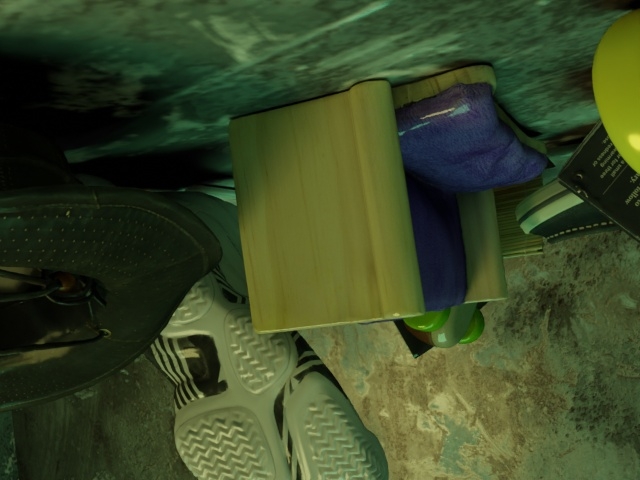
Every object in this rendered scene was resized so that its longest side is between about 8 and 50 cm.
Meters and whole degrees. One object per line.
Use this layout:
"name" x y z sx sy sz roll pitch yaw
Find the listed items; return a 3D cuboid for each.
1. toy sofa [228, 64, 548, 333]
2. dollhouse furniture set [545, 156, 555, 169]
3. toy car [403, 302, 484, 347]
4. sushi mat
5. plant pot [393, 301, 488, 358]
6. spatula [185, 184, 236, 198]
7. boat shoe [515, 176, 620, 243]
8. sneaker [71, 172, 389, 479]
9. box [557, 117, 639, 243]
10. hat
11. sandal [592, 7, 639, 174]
"toy sofa" 0.089 -0.015 0.630 0.177 0.150 0.362 -9 174 21
"dollhouse furniture set" 0.202 -0.050 0.871 0.091 0.081 0.114 -5 175 -35
"toy car" 0.096 0.036 0.917 0.188 0.148 0.155 15 174 31
"sushi mat" 0.156 -0.013 1.074 0.317 0.019 0.151 -10 -143 26
"plant pot" 0.175 0.040 1.208 0.167 0.187 0.188 -27 -167 11
"spatula" -0.023 -0.054 0.824 0.168 0.019 0.242 -9 176 28
"boat shoe" 0.401 -0.044 0.701 0.187 0.155 0.500 -21 -175 -43
"sneaker" -0.069 0.075 0.664 0.137 0.366 0.210 -51 170 17
"box" 0.290 -0.019 0.533 0.108 0.207 0.153 -55 158 17
"hat" -0.232 0.011 0.460 0.331 0.133 0.331 -20 160 -7
"sandal" 0.304 -0.086 0.371 0.318 0.126 0.138 -8 172 -17
